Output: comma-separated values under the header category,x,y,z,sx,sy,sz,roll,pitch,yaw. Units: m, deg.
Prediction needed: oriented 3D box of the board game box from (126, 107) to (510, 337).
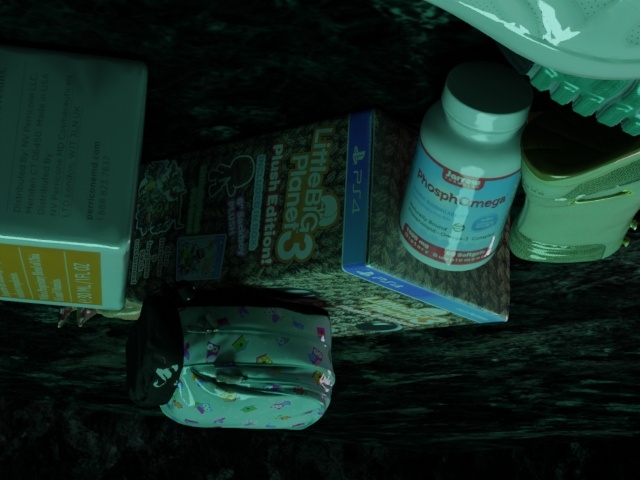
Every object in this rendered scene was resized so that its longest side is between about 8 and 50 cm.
category,x,y,z,sx,sy,sz,roll,pitch,yaw
board game box,0.000,0.000,1.159,0.291,0.141,0.232,-9,160,38

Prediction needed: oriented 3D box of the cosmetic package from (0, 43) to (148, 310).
category,x,y,z,sx,sy,sz,roll,pitch,yaw
cosmetic package,-0.377,-0.060,0.987,0.453,0.161,0.230,6,164,-8

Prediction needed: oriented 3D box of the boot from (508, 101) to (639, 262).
category,x,y,z,sx,sy,sz,roll,pitch,yaw
boot,0.248,-0.057,0.921,0.213,0.077,0.165,-17,153,-5

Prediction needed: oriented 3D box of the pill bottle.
category,x,y,z,sx,sy,sz,roll,pitch,yaw
pill bottle,0.115,-0.058,0.947,0.087,0.087,0.160,5,135,-5

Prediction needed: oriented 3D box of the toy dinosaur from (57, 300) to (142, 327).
category,x,y,z,sx,sy,sz,roll,pitch,yaw
toy dinosaur,-0.194,0.044,1.401,0.200,0.127,0.295,2,171,-20

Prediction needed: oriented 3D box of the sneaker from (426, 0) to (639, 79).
category,x,y,z,sx,sy,sz,roll,pitch,yaw
sneaker,0.137,-0.168,0.608,0.292,0.108,0.169,11,165,-22

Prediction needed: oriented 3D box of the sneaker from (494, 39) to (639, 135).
category,x,y,z,sx,sy,sz,roll,pitch,yaw
sneaker,0.216,-0.129,0.812,0.223,0.098,0.083,32,156,-9

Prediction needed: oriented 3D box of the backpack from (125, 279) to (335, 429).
category,x,y,z,sx,sy,sz,roll,pitch,yaw
backpack,-0.078,0.109,1.089,0.182,0.115,0.152,5,162,-17

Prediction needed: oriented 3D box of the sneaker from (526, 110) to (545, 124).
category,x,y,z,sx,sy,sz,roll,pitch,yaw
sneaker,0.172,-0.081,1.030,0.158,0.061,0.065,3,-173,16
